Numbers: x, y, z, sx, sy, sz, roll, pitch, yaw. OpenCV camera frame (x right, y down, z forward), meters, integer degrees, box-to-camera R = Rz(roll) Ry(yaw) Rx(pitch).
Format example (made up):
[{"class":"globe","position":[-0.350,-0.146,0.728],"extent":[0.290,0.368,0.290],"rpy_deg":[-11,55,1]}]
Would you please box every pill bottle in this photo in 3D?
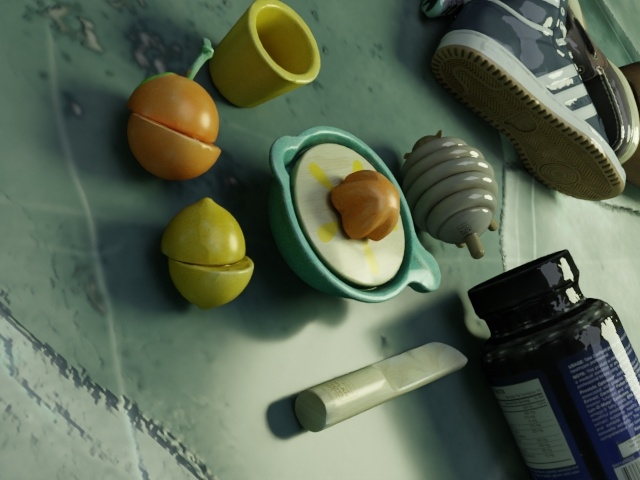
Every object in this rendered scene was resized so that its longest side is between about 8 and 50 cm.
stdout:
[{"class":"pill bottle","position":[0.211,0.125,0.686],"extent":[0.123,0.123,0.219],"rpy_deg":[-18,84,-50]}]

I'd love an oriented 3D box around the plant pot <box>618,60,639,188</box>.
[{"class":"plant pot","position":[0.442,-0.150,1.047],"extent":[0.231,0.215,0.215],"rpy_deg":[1,68,-31]}]

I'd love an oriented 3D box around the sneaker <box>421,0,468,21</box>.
[{"class":"sneaker","position":[0.150,-0.256,0.892],"extent":[0.069,0.038,0.098],"rpy_deg":[44,44,-20]}]

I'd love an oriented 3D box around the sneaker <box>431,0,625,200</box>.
[{"class":"sneaker","position":[0.252,-0.172,0.886],"extent":[0.282,0.099,0.153],"rpy_deg":[36,63,-25]}]

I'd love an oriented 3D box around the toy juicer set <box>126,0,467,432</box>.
[{"class":"toy juicer set","position":[0.000,0.000,0.553],"extent":[0.329,0.090,0.209],"rpy_deg":[57,40,-8]}]

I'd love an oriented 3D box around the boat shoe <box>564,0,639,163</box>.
[{"class":"boat shoe","position":[0.288,-0.215,0.978],"extent":[0.092,0.103,0.285],"rpy_deg":[2,65,-41]}]

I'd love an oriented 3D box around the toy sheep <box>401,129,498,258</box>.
[{"class":"toy sheep","position":[0.114,-0.039,0.702],"extent":[0.091,0.091,0.132],"rpy_deg":[11,44,-44]}]
